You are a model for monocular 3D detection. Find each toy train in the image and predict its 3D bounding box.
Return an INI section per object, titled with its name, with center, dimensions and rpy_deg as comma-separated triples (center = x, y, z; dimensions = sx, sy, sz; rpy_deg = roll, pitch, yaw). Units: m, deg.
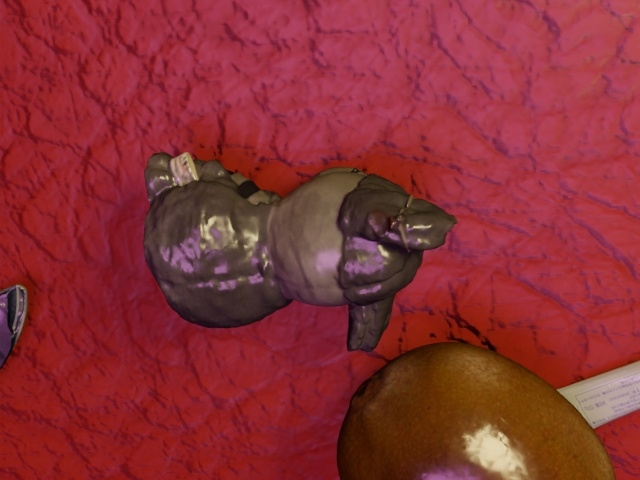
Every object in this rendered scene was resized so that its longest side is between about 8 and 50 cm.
[toy train]
center = -0.351, 0.135, 0.919
dimensions = 0.055, 0.048, 0.252
rpy_deg = 35, 104, -13

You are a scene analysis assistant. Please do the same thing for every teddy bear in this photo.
[teddy bear]
center = -0.012, 0.010, 0.782
dimensions = 0.251, 0.144, 0.171
rpy_deg = 2, 129, 10

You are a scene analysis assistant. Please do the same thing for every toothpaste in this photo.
[toothpaste]
center = 0.301, 0.114, 0.811
dimensions = 0.218, 0.033, 0.052
rpy_deg = -27, 97, 19

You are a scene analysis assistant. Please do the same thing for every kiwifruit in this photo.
[kiwifruit]
center = 0.124, 0.193, 0.782
dimensions = 0.234, 0.196, 0.196
rpy_deg = 33, 110, -3
